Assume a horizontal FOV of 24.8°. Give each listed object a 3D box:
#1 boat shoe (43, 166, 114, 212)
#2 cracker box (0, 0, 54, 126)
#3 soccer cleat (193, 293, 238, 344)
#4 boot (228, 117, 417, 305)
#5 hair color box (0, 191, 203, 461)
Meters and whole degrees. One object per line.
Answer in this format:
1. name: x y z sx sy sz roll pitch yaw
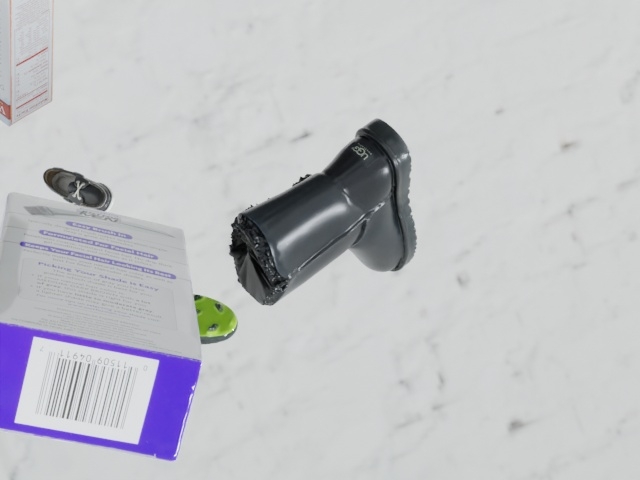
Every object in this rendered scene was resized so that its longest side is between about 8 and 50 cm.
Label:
1. boat shoe: -0.329 -0.070 1.975 0.125 0.046 0.038 28 -179 40
2. cracker box: -0.345 -0.250 1.476 0.067 0.155 0.232 -38 155 -36
3. soccer cleat: -0.171 0.101 1.706 0.179 0.072 0.060 1 -124 24
4. boot: 0.000 0.000 1.567 0.207 0.094 0.246 -36 153 -18
5. hair color box: -0.218 0.070 1.350 0.185 0.110 0.339 13 -161 -12
